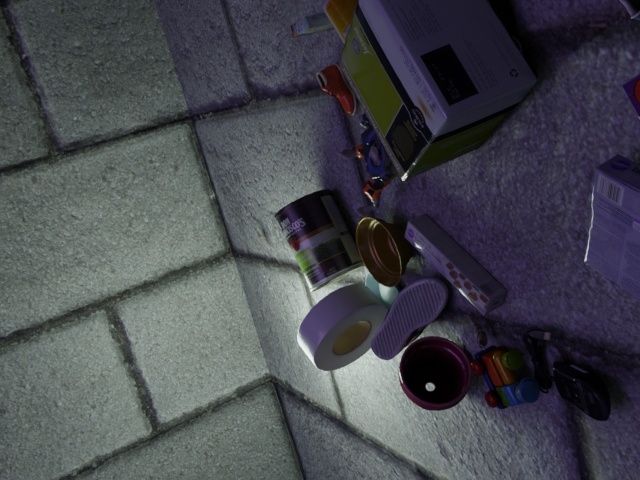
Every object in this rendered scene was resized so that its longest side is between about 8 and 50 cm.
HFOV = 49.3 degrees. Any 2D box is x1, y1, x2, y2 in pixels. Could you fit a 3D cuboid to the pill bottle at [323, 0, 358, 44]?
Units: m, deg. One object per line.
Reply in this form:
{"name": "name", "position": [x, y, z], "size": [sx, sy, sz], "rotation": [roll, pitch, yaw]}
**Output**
{"name": "pill bottle", "position": [0.080, -0.574, 1.757], "size": [0.208, 0.117, 0.117], "rotation": [61, 154, 15]}

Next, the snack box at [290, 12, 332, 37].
{"name": "snack box", "position": [0.004, -0.583, 1.868], "size": [0.100, 0.141, 0.037], "rotation": [0, 109, 63]}

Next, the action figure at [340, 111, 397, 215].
{"name": "action figure", "position": [0.174, -0.265, 1.838], "size": [0.330, 0.178, 0.341], "rotation": [138, 135, -56]}

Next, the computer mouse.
{"name": "computer mouse", "position": [0.560, 0.286, 1.570], "size": [0.184, 0.060, 0.262], "rotation": [69, 166, -12]}

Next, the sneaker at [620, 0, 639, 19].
{"name": "sneaker", "position": [0.495, -0.426, 1.113], "size": [0.057, 0.075, 0.161], "rotation": [-23, 89, 64]}

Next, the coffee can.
{"name": "coffee can", "position": [0.000, 0.000, 2.262], "size": [0.275, 0.201, 0.201], "rotation": [64, 154, 7]}

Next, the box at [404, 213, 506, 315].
{"name": "box", "position": [0.343, 0.057, 1.799], "size": [0.324, 0.067, 0.063], "rotation": [48, 147, 35]}

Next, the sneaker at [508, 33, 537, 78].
{"name": "sneaker", "position": [0.393, -0.362, 1.404], "size": [0.109, 0.040, 0.044], "rotation": [68, 156, 2]}

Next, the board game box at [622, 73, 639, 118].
{"name": "board game box", "position": [0.634, -0.228, 1.037], "size": [0.208, 0.056, 0.347], "rotation": [68, 155, 9]}

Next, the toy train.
{"name": "toy train", "position": [0.443, 0.291, 1.726], "size": [0.248, 0.105, 0.143], "rotation": [66, 160, 5]}

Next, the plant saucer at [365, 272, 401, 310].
{"name": "plant saucer", "position": [0.211, 0.174, 2.176], "size": [0.195, 0.037, 0.195], "rotation": [44, 146, 40]}

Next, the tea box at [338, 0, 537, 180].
{"name": "tea box", "position": [0.225, -0.356, 1.472], "size": [0.329, 0.220, 0.323], "rotation": [63, 164, 10]}

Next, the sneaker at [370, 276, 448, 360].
{"name": "sneaker", "position": [0.264, 0.206, 2.008], "size": [0.126, 0.127, 0.321], "rotation": [44, 124, 10]}

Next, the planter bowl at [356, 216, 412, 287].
{"name": "planter bowl", "position": [0.200, 0.019, 2.015], "size": [0.217, 0.090, 0.217], "rotation": [42, 144, 42]}

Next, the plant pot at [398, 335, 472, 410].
{"name": "plant pot", "position": [0.321, 0.397, 1.985], "size": [0.201, 0.201, 0.180], "rotation": [54, 167, 27]}

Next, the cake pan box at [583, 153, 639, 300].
{"name": "cake pan box", "position": [0.589, 0.005, 1.233], "size": [0.267, 0.070, 0.246], "rotation": [42, 153, 43]}

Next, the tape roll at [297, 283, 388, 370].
{"name": "tape roll", "position": [0.072, 0.270, 2.152], "size": [0.100, 0.286, 0.286], "rotation": [48, 148, 34]}

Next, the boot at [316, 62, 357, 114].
{"name": "boot", "position": [0.046, -0.421, 1.981], "size": [0.158, 0.084, 0.059], "rotation": [64, 153, 4]}
